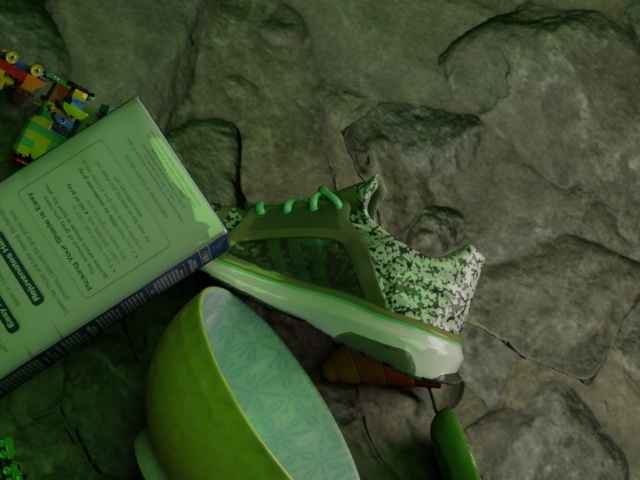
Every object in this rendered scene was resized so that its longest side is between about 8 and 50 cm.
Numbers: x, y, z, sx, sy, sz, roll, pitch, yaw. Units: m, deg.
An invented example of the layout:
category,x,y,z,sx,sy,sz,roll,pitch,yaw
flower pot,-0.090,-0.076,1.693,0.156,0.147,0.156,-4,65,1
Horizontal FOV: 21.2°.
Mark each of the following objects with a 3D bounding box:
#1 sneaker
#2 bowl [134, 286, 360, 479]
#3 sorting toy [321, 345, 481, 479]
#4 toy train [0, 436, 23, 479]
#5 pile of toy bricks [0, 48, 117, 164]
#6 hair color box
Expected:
category,x,y,z,sx,sy,sz,roll,pitch,yaw
sneaker,0.000,0.000,1.859,0.410,0.158,0.182,26,89,10
bowl,-0.098,0.207,1.766,0.156,0.289,0.289,-33,81,12
sorting toy,0.101,0.241,1.903,0.126,0.127,0.366,-18,72,-5
toy train,-0.317,0.241,1.756,0.023,0.017,0.083,-5,69,-37
pile of toy bricks,-0.303,-0.127,1.893,0.212,0.118,0.105,28,86,-28
hair color box,-0.282,0.024,1.743,0.347,0.105,0.174,-33,82,-7
